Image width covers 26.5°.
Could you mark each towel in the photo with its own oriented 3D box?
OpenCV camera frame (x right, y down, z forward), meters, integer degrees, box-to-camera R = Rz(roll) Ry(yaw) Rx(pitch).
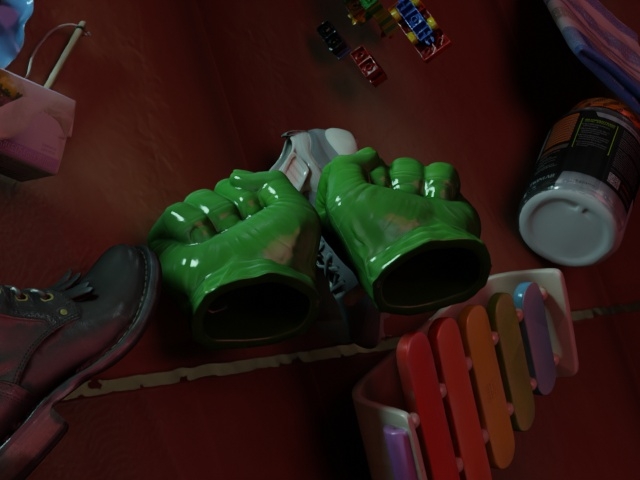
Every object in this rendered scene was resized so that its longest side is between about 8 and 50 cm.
[{"bbox_3d":[0.346,-0.236,1.636,0.209,0.034,0.285,35,24,-25],"label":"towel"}]

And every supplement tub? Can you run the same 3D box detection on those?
[{"bbox_3d":[0.295,-0.069,1.506,0.117,0.117,0.190,46,44,-16],"label":"supplement tub"}]

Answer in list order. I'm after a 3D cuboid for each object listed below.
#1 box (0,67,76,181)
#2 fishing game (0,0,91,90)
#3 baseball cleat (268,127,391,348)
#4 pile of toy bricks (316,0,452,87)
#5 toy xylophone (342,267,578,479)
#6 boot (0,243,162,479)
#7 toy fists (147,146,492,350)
[{"bbox_3d":[-0.327,-0.125,0.948,0.324,0.067,0.063,22,72,-34],"label":"box"},{"bbox_3d":[-0.299,-0.210,1.054,0.264,0.041,0.189,39,48,-23],"label":"fishing game"},{"bbox_3d":[0.000,0.000,1.224,0.109,0.072,0.206,-3,73,-21],"label":"baseball cleat"},{"bbox_3d":[0.052,-0.243,1.392,0.212,0.118,0.105,58,10,22],"label":"pile of toy bricks"},{"bbox_3d":[0.121,0.109,1.212,0.323,0.081,0.236,-45,125,-44],"label":"toy xylophone"},{"bbox_3d":[-0.245,0.029,0.934,0.229,0.091,0.263,47,45,-16],"label":"boot"},{"bbox_3d":[-0.002,-0.005,1.115,0.279,0.096,0.142,-12,39,-16],"label":"toy fists"}]
